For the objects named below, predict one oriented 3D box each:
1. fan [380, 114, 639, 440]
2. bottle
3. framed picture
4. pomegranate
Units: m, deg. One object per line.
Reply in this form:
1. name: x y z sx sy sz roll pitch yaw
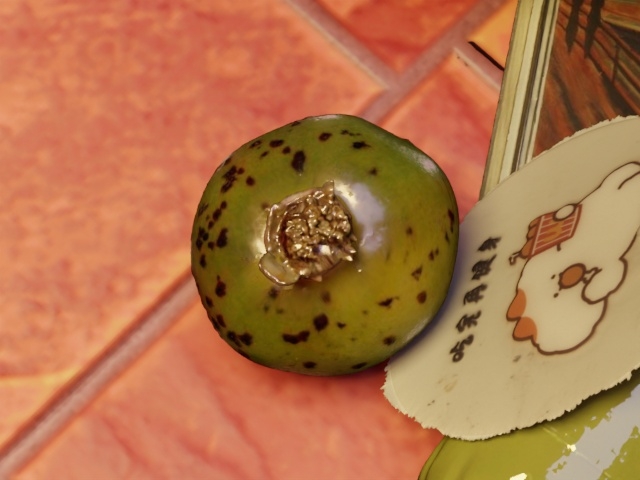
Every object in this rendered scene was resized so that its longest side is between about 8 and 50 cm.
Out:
1. fan: 0.155 -0.010 0.752 0.009 0.329 0.191 47 42 -26
2. bottle: 0.158 0.046 0.803 0.112 0.112 0.260 38 76 9
3. framed picture: 0.200 -0.080 0.913 0.216 0.016 0.273 12 69 0
4. pomegranate: -0.001 -0.002 0.809 0.130 0.130 0.130 2 69 -4
